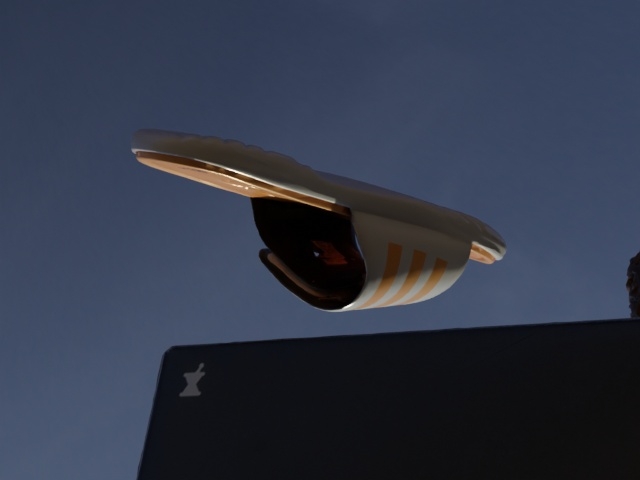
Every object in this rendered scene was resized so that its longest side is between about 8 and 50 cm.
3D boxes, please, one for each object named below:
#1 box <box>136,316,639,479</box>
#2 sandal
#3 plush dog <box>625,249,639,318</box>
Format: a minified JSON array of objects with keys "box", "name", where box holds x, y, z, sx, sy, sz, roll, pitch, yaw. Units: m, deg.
[{"box":[0.102,0.179,0.848,0.294,0.296,0.183,44,-131,-48],"name":"box"},{"box":[-0.008,-0.002,1.007,0.265,0.102,0.076,15,-92,-41],"name":"sandal"},{"box":[0.288,0.114,1.153,0.262,0.210,0.225,17,-46,23],"name":"plush dog"}]
